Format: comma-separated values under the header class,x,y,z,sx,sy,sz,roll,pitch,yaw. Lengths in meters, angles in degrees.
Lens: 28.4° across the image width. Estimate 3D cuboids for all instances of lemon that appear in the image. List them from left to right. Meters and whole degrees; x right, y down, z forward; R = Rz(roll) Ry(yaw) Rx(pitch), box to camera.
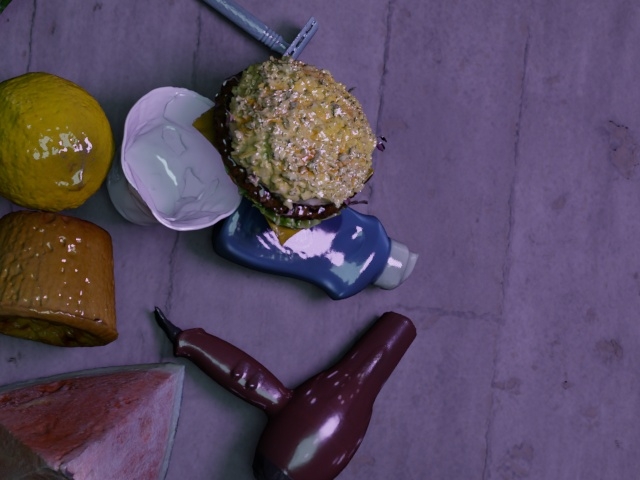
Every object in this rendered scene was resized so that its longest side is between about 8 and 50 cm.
class,x,y,z,sx,sy,sz,roll,pitch,yaw
lemon,-0.354,-0.124,1.603,0.180,0.193,0.181,-8,133,-8

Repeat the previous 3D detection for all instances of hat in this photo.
class,x,y,z,sx,sy,sz,roll,pitch,yaw
hat,-0.207,-0.092,1.673,0.203,0.126,0.203,13,66,-32

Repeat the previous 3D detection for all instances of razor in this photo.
class,x,y,z,sx,sy,sz,roll,pitch,yaw
razor,-0.125,-0.324,1.765,0.232,0.068,0.106,36,77,-5

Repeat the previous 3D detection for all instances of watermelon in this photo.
class,x,y,z,sx,sy,sz,roll,pitch,yaw
watermelon,-0.310,0.242,1.587,0.283,0.293,0.250,16,53,-14

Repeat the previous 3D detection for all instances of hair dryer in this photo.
class,x,y,z,sx,sy,sz,roll,pitch,yaw
hair dryer,-0.068,0.159,1.745,0.340,0.123,0.313,36,67,-1

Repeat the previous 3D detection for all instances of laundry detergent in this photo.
class,x,y,z,sx,sy,sz,roll,pitch,yaw
laundry detergent,0.000,0.000,1.758,0.289,0.094,0.143,21,68,-15

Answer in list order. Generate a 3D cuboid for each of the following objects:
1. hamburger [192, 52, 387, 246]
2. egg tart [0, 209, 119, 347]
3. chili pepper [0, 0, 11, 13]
class,x,y,z,sx,sy,sz,roll,pitch,yaw
hamburger,-0.023,-0.136,1.661,0.243,0.138,0.261,52,47,-5
egg tart,-0.344,0.048,1.608,0.202,0.202,0.147,13,75,-16
chili pepper,-0.482,-0.356,1.597,0.385,0.167,0.213,-43,97,-13
